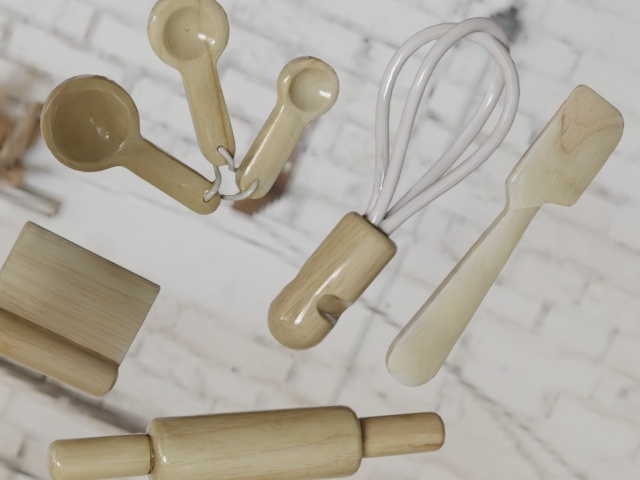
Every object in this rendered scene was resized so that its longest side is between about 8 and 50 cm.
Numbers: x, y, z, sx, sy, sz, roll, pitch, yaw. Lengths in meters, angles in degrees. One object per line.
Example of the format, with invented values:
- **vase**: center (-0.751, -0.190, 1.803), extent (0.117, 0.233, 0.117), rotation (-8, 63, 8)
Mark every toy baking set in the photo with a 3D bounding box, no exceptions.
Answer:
- **toy baking set**: center (-0.002, 0.007, 0.624), extent (0.256, 0.196, 0.030), rotation (2, -161, -19)
